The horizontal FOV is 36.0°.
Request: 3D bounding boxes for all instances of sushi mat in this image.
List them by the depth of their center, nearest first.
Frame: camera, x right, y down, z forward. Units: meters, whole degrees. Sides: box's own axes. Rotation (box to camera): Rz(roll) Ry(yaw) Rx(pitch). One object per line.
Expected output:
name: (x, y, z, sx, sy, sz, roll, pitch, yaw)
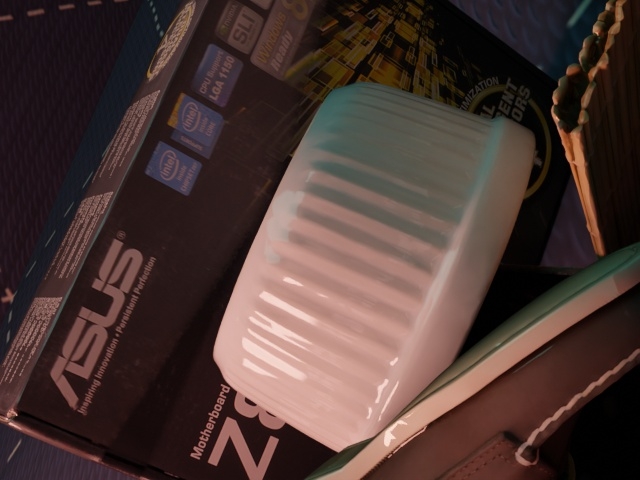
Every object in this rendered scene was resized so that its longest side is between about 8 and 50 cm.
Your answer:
sushi mat: (0.165, -0.045, 0.495, 0.019, 0.316, 0.151, 18, 74, 28)

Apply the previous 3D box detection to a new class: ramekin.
ramekin: (0.024, 0.012, 0.539, 0.207, 0.109, 0.207, 24, -90, -89)

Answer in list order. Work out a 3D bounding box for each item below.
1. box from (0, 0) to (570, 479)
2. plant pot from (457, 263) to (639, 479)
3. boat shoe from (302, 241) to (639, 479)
box: (0.000, 0.000, 0.695, 0.097, 0.318, 0.395, -7, 56, 62)
plant pot: (0.153, 0.132, 0.437, 0.188, 0.167, 0.187, 0, 63, 62)
boat shoe: (0.057, 0.089, 0.390, 0.228, 0.069, 0.081, -43, -11, 26)
